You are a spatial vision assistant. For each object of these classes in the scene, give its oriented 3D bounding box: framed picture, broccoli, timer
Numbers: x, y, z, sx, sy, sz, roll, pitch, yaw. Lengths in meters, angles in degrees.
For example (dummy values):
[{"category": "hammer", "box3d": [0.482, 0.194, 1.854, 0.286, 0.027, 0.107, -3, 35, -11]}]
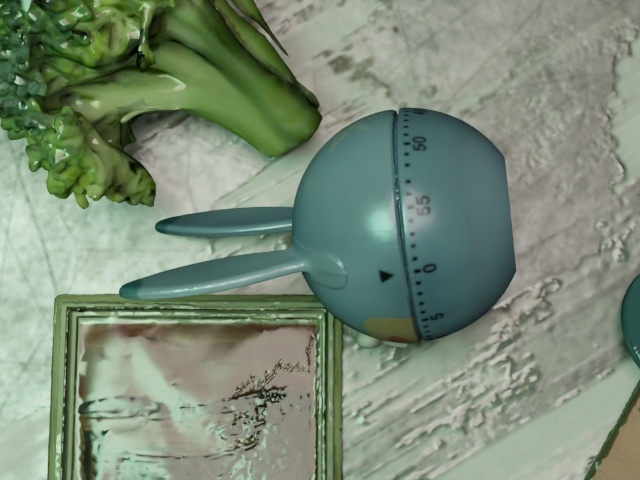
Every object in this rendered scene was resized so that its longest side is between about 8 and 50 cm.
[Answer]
[{"category": "framed picture", "box3d": [-0.091, 0.172, 0.868, 0.216, 0.016, 0.273, -1, 80, 2]}, {"category": "broccoli", "box3d": [-0.104, -0.142, 0.834, 0.243, 0.247, 0.263, 33, 38, -24]}, {"category": "timer", "box3d": [0.017, 0.013, 0.836, 0.255, 0.175, 0.175, -29, 80, 16]}]

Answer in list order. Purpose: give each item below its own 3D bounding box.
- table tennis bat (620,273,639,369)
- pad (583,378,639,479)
[{"category": "table tennis bat", "box3d": [0.278, 0.081, 0.860, 0.100, 0.019, 0.155, -32, 72, -18]}, {"category": "pad", "box3d": [0.292, 0.265, 0.838, 0.286, 0.018, 0.284, 31, 81, 7]}]
